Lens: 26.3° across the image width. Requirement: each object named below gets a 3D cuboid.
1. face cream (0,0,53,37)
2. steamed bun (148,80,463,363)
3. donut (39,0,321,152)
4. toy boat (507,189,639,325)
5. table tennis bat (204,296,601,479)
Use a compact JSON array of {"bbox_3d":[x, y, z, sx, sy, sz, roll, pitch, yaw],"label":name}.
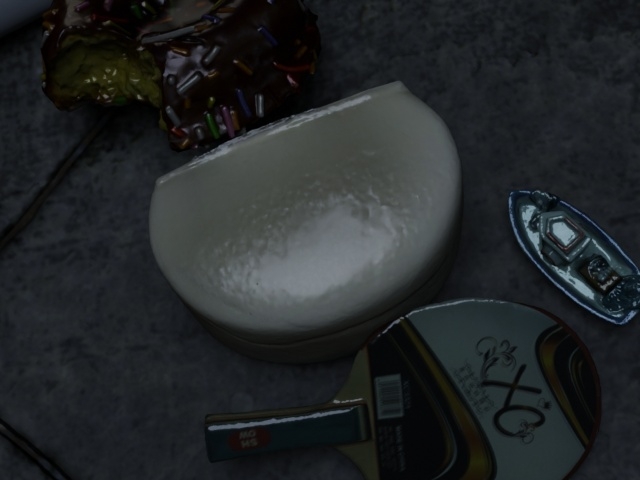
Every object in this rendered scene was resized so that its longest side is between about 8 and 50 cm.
[{"bbox_3d":[-0.221,-0.290,1.189,0.336,0.080,0.163,-28,73,-2],"label":"face cream"},{"bbox_3d":[0.000,0.000,1.052,0.241,0.146,0.164,-21,71,0],"label":"steamed bun"},{"bbox_3d":[-0.110,-0.171,1.091,0.216,0.096,0.230,-37,45,-24],"label":"donut"},{"bbox_3d":[0.199,0.008,1.073,0.059,0.066,0.140,-44,74,-3],"label":"toy boat"},{"bbox_3d":[0.063,0.131,1.034,0.301,0.022,0.174,-6,104,-1],"label":"table tennis bat"}]
